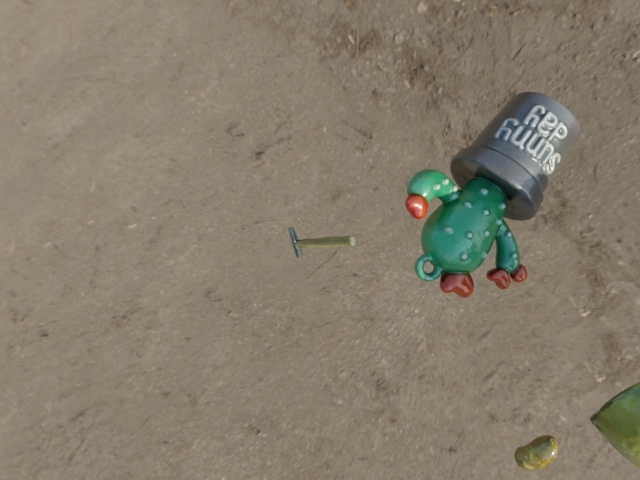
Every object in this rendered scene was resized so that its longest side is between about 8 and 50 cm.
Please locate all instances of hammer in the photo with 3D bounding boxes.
[{"bbox_3d":[0.000,0.000,0.976,0.013,0.198,0.063,-24,101,-31],"label":"hammer"}]

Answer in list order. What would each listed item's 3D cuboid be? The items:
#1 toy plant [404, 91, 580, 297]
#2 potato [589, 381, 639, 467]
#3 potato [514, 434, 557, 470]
[{"bbox_3d":[0.304,-0.086,1.002,0.400,0.279,0.185,-53,38,-5],"label":"toy plant"},{"bbox_3d":[0.542,0.254,0.707,0.213,0.279,0.331,60,140,35],"label":"potato"},{"bbox_3d":[0.375,0.370,0.927,0.046,0.045,0.092,42,127,2],"label":"potato"}]
